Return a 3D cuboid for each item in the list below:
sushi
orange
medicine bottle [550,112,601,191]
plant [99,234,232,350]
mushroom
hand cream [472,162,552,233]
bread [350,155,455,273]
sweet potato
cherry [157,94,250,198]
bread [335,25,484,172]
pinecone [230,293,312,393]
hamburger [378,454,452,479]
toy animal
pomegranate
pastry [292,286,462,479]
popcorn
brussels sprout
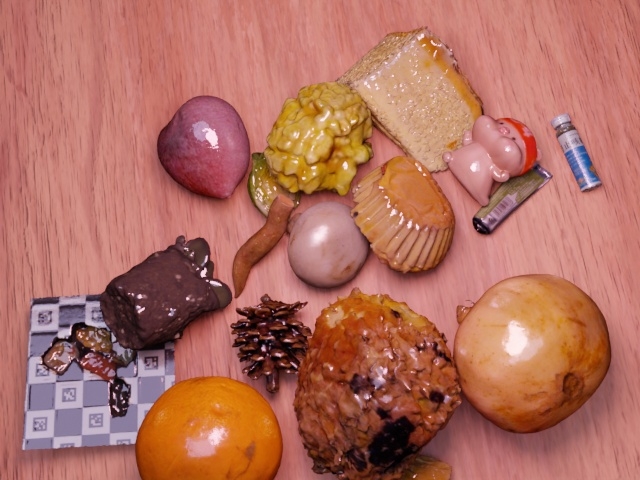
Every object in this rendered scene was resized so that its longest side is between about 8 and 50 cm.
[{"bbox_3d":[-0.516,0.307,1.708,0.342,0.064,0.359,-3,72,-5],"label":"sushi"},{"bbox_3d":[-0.233,0.436,1.526,0.312,0.312,0.312,-1,77,6],"label":"orange"},{"bbox_3d":[0.605,-0.207,1.702,0.051,0.051,0.191,-21,76,2],"label":"medicine bottle"},{"bbox_3d":[-0.351,0.127,1.649,0.276,0.188,0.199,-28,74,-40],"label":"plant"},{"bbox_3d":[0.000,0.000,1.675,0.207,0.207,0.215,-52,43,-6],"label":"mushroom"},{"bbox_3d":[0.446,-0.101,1.703,0.086,0.055,0.235,42,77,12],"label":"hand cream"},{"bbox_3d":[0.199,-0.061,1.626,0.274,0.149,0.274,15,56,-24],"label":"bread"},{"bbox_3d":[-0.147,0.013,1.700,0.067,0.059,0.281,37,116,-1],"label":"sweet potato"},{"bbox_3d":[-0.269,-0.221,1.736,0.239,0.206,0.239,6,119,12],"label":"cherry"},{"bbox_3d":[0.225,-0.351,1.775,0.248,0.279,0.315,-40,118,-2],"label":"bread"},{"bbox_3d":[-0.107,0.233,1.628,0.185,0.168,0.213,-7,101,11],"label":"pinecone"},{"bbox_3d":[0.191,0.548,1.538,0.155,0.135,0.208,34,81,11],"label":"hamburger"},{"bbox_3d":[0.402,-0.196,1.666,0.197,0.171,0.171,-39,76,7],"label":"toy animal"},{"bbox_3d":[0.421,0.223,1.506,0.338,0.338,0.338,-1,77,6],"label":"pomegranate"},{"bbox_3d":[0.121,0.306,1.497,0.292,0.337,0.405,21,75,-28],"label":"pastry"},{"bbox_3d":[0.003,-0.229,1.636,0.270,0.224,0.258,-12,112,-31],"label":"popcorn"},{"bbox_3d":[-0.118,-0.125,1.735,0.100,0.139,0.181,5,101,49],"label":"brussels sprout"}]
